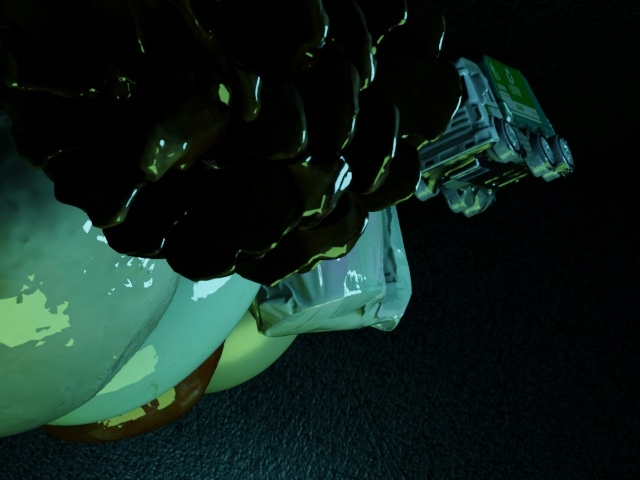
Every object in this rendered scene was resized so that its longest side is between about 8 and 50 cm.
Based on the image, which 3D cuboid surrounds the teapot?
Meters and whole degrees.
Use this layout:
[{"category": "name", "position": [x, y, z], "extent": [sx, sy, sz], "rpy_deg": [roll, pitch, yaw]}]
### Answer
[{"category": "teapot", "position": [-0.014, 0.004, 1.756], "extent": [0.163, 0.178, 0.221], "rpy_deg": [-19, 169, 8]}]

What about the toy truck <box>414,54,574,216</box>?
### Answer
[{"category": "toy truck", "position": [0.148, -0.097, 1.807], "extent": [0.114, 0.124, 0.253], "rpy_deg": [-25, 166, 19]}]

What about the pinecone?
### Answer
[{"category": "pinecone", "position": [-0.046, -0.075, 0.895], "extent": [0.184, 0.179, 0.204], "rpy_deg": [-45, 155, 5]}]

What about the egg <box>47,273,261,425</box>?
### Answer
[{"category": "egg", "position": [-0.159, 0.035, 1.497], "extent": [0.264, 0.183, 0.183], "rpy_deg": [-30, 177, -9]}]

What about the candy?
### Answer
[{"category": "candy", "position": [-0.197, 0.023, 1.187], "extent": [0.295, 0.185, 0.295], "rpy_deg": [-17, 174, -2]}]

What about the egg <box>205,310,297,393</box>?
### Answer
[{"category": "egg", "position": [-0.106, 0.049, 1.902], "extent": [0.241, 0.186, 0.186], "rpy_deg": [-32, 171, 31]}]

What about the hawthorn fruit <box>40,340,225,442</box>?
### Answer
[{"category": "hawthorn fruit", "position": [-0.185, 0.082, 1.692], "extent": [0.215, 0.215, 0.249], "rpy_deg": [-22, -163, -15]}]
